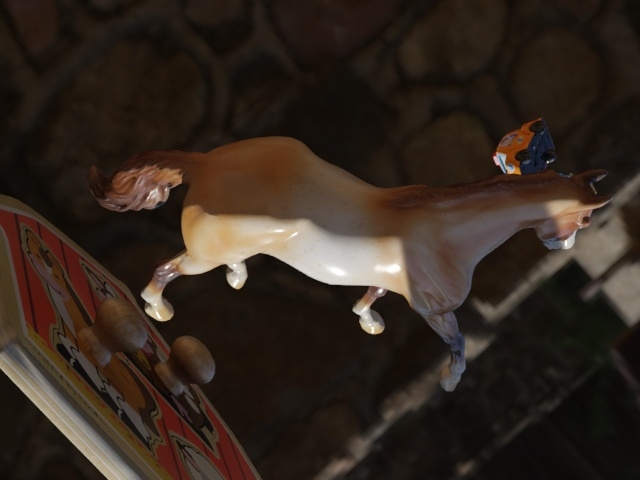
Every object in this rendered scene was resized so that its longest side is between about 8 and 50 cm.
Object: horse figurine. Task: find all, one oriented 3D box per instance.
[{"bbox_3d":[0.000,0.000,0.902,0.174,0.263,0.066,109,-3,-56],"label":"horse figurine"}]

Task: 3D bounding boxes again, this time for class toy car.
[{"bbox_3d":[0.167,-0.046,1.315,0.040,0.122,0.060,3,-116,33],"label":"toy car"}]

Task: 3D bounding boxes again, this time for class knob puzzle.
[{"bbox_3d":[-0.054,0.048,0.594,0.030,0.213,0.213,-39,178,3],"label":"knob puzzle"}]
